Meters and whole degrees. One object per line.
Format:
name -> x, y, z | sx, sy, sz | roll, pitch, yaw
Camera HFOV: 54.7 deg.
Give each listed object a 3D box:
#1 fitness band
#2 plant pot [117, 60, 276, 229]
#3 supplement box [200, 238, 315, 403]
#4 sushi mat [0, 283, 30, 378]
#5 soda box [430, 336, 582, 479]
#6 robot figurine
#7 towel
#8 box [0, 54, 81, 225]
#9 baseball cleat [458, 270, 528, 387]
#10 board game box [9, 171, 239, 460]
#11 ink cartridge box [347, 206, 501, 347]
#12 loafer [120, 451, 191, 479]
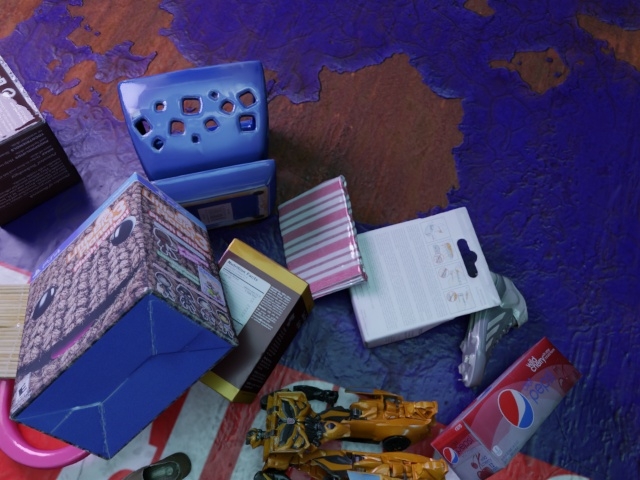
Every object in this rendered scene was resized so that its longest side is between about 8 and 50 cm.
fitness band -> -0.408, 0.209, 0.983 | 0.209, 0.054, 0.291 | 1, 67, -3
plant pot -> -0.191, -0.141, 1.048 | 0.236, 0.236, 0.212 | -12, 76, -8
supplement box -> -0.116, 0.130, 0.944 | 0.129, 0.191, 0.194 | 31, 78, 10
sushi mat -> -0.540, 0.142, 0.982 | 0.316, 0.019, 0.151 | -1, 66, 10
soda box -> 0.284, 0.250, 0.927 | 0.263, 0.092, 0.083 | -26, 67, -42
robot figurine -> 0.035, 0.297, 0.926 | 0.291, 0.085, 0.211 | 6, 38, -6
towel -> 0.000, 0.000, 1.071 | 0.144, 0.029, 0.197 | -22, 66, 26
box -> -0.544, -0.166, 1.046 | 0.167, 0.203, 0.168 | -34, 74, -16
baseball cleat -> 0.293, 0.151, 1.037 | 0.109, 0.072, 0.206 | 14, 71, -4
board game box -> -0.262, 0.087, 0.821 | 0.232, 0.141, 0.291 | -42, 35, 9
ink cartridge box -> 0.161, 0.062, 1.057 | 0.232, 0.066, 0.189 | -14, 69, -3
loafer -> -0.266, 0.366, 0.928 | 0.148, 0.050, 0.056 | -32, 73, -15
